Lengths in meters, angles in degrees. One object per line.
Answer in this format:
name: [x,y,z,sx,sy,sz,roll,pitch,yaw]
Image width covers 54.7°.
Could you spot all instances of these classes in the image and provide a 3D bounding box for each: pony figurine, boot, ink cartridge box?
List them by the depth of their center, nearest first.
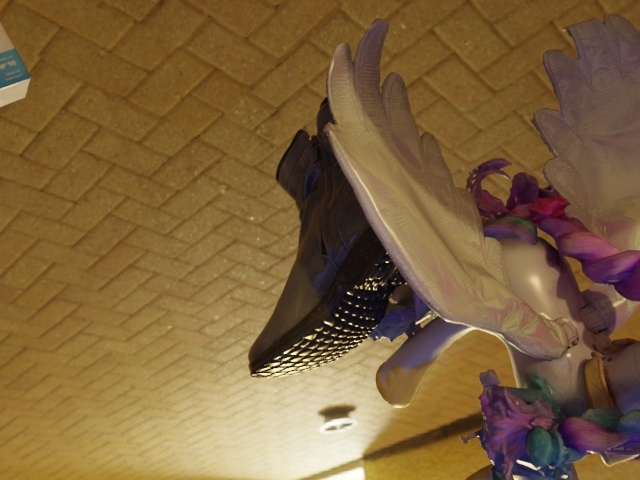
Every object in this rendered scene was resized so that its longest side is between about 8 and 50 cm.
pony figurine: [0.156,0.038,0.446,0.303,0.350,0.363,-19,164,-25]
boot: [0.000,0.000,0.536,0.084,0.161,0.246,6,136,-41]
ink cartridge box: [-0.405,-0.245,0.701,0.060,0.180,0.104,-32,-166,-26]
